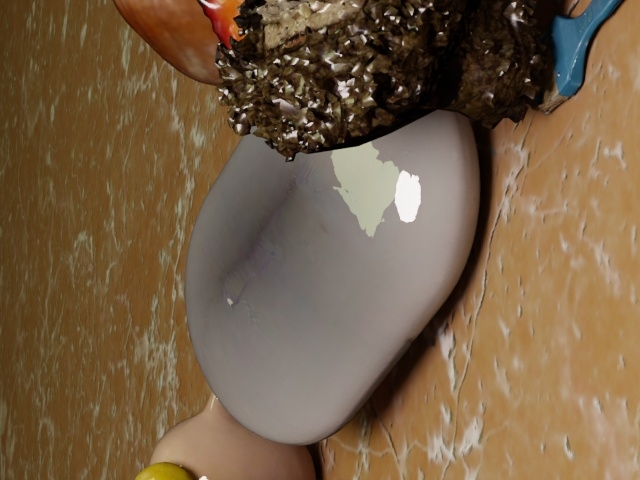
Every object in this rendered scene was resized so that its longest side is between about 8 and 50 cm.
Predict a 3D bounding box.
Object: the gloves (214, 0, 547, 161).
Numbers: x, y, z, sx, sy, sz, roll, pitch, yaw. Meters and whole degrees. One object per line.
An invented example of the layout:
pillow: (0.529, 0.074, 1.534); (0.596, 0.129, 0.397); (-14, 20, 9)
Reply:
gloves: (0.050, -0.168, 1.053); (0.210, 0.135, 0.312); (13, 65, 41)

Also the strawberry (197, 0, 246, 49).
strawberry: (-0.013, -0.224, 1.347); (0.190, 0.111, 0.236); (15, 126, 29)

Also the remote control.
remote control: (0.000, 0.000, 1.205); (0.332, 0.103, 0.221); (-54, 49, 37)

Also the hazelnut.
hazelnut: (-0.093, -0.231, 1.491); (0.214, 0.176, 0.214); (-15, -90, -77)

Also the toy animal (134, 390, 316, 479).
toy animal: (-0.081, 0.235, 1.348); (0.149, 0.165, 0.248); (-138, 62, -72)

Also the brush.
brush: (0.157, -0.131, 0.984); (0.164, 0.014, 0.051); (124, 144, -52)
